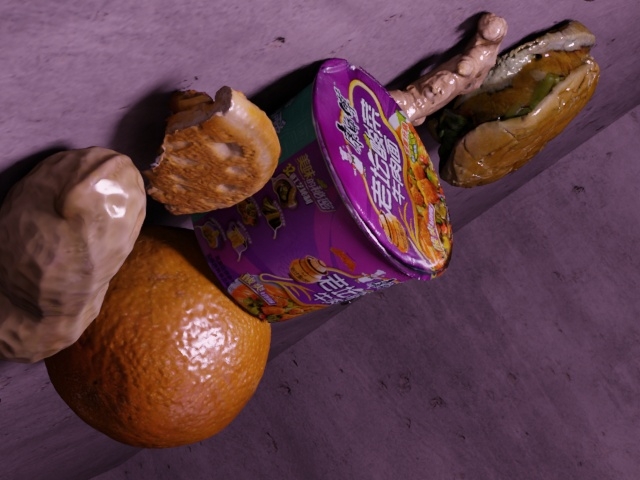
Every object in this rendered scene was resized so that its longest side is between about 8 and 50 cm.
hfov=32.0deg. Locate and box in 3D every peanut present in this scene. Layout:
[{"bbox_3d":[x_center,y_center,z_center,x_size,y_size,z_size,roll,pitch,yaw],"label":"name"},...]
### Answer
[{"bbox_3d":[-0.237,0.014,0.998,0.136,0.120,0.298,-56,-174,-38],"label":"peanut"}]

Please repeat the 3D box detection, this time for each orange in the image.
[{"bbox_3d":[-0.178,0.102,1.238,0.264,0.264,0.264,-32,171,-6],"label":"orange"}]

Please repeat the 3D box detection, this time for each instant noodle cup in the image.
[{"bbox_3d":[-0.005,-0.038,1.179,0.190,0.251,0.251,-27,174,27],"label":"instant noodle cup"}]

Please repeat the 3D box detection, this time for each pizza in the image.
[{"bbox_3d":[-0.100,-0.082,1.021,0.127,0.058,0.246,5,159,-3],"label":"pizza"}]

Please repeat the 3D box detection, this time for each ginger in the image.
[{"bbox_3d":[0.125,-0.176,1.362,0.259,0.065,0.149,-38,166,8],"label":"ginger"}]

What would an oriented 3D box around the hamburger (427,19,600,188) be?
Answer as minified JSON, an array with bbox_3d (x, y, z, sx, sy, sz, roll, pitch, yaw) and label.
[{"bbox_3d":[0.290,-0.188,1.643,0.266,0.134,0.285,-23,169,-38],"label":"hamburger"}]

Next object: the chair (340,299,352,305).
[{"bbox_3d":[0.000,0.000,1.545,0.172,0.158,0.247,-13,-176,30],"label":"chair"}]
